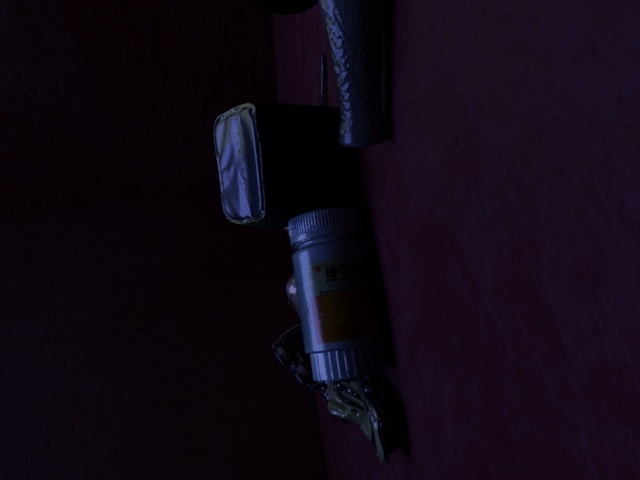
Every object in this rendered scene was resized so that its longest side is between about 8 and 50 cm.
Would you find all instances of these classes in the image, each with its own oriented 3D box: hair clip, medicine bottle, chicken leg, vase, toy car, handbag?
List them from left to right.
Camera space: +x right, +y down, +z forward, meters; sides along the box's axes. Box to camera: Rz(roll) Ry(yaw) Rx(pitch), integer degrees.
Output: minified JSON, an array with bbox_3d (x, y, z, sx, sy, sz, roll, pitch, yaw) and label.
[{"bbox_3d":[-0.077,-0.160,1.005,0.222,0.241,0.263,3,98,52],"label":"handbag"},{"bbox_3d":[-0.032,0.401,1.574,0.235,0.172,0.158,40,156,38],"label":"toy car"},{"bbox_3d":[0.053,0.522,1.556,0.196,0.080,0.125,-176,69,-75],"label":"chicken leg"},{"bbox_3d":[0.033,0.106,0.920,0.158,0.158,0.318,116,147,-77],"label":"medicine bottle"},{"bbox_3d":[0.054,-0.250,0.681,0.096,0.096,0.219,-113,14,-66],"label":"vase"},{"bbox_3d":[0.093,0.336,0.970,0.321,0.091,0.138,-177,79,-72],"label":"hair clip"}]

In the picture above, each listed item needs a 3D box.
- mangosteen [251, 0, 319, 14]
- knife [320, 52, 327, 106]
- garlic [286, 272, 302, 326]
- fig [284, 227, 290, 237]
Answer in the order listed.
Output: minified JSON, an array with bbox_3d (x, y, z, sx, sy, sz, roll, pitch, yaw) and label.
[{"bbox_3d":[-0.058,-0.536,0.848,0.243,0.243,0.243,173,90,-83],"label":"mangosteen"},{"bbox_3d":[0.009,-0.375,1.216,0.028,0.015,0.210,-96,5,-49],"label":"knife"},{"bbox_3d":[0.021,0.156,1.126,0.245,0.161,0.245,64,-179,-2],"label":"garlic"},{"bbox_3d":[-0.060,-0.042,1.713,0.153,0.121,0.136,58,-173,-43],"label":"fig"}]
